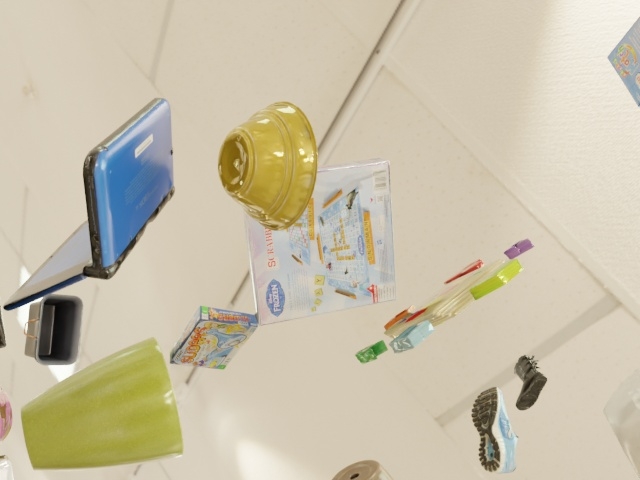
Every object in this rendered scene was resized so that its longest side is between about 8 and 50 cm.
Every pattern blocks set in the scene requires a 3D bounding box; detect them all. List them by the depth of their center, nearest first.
[{"bbox_3d":[0.195,0.090,0.912,0.026,0.325,0.285,57,-24,4],"label":"pattern blocks set"}]

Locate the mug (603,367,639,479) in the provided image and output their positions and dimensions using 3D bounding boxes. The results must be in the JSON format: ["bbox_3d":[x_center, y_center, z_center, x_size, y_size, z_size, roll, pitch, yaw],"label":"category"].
[{"bbox_3d":[0.686,0.339,0.991,0.328,0.276,0.374,-28,-92,16],"label":"mug"}]

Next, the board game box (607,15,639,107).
[{"bbox_3d":[0.683,-0.397,1.205,0.211,0.039,0.160,117,-30,-50],"label":"board game box"}]

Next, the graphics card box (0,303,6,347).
[{"bbox_3d":[-0.502,-0.057,0.803,0.371,0.094,0.233,63,-30,33],"label":"graphics card box"}]

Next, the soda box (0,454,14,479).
[{"bbox_3d":[-0.240,0.272,0.433,0.074,0.069,0.216,-29,-106,57],"label":"soda box"}]

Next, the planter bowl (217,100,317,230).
[{"bbox_3d":[-0.106,-0.124,0.989,0.217,0.090,0.217,2,-87,50],"label":"planter bowl"}]

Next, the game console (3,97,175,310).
[{"bbox_3d":[-0.341,-0.064,0.898,0.173,0.293,0.250,6,-61,2],"label":"game console"}]

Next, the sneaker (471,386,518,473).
[{"bbox_3d":[0.328,0.353,1.120,0.073,0.162,0.063,26,-38,-28],"label":"sneaker"}]

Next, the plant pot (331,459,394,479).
[{"bbox_3d":[0.134,0.703,1.558,0.263,0.263,0.229,-20,-85,49],"label":"plant pot"}]

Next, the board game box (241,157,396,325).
[{"bbox_3d":[0.000,0.000,1.298,0.066,0.318,0.319,-142,-135,-69],"label":"board game box"}]

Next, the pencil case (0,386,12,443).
[{"bbox_3d":[-0.542,0.249,0.824,0.160,0.167,0.386,69,-22,6],"label":"pencil case"}]

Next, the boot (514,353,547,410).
[{"bbox_3d":[0.519,0.356,1.532,0.099,0.045,0.121,-110,-138,-65],"label":"boot"}]

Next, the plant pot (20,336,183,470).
[{"bbox_3d":[-0.480,0.380,1.316,0.275,0.293,0.275,41,-43,54],"label":"plant pot"}]

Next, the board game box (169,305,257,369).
[{"bbox_3d":[-0.245,0.225,1.371,0.201,0.136,0.035,-52,-144,40],"label":"board game box"}]

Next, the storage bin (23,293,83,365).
[{"bbox_3d":[-0.537,0.175,1.184,0.091,0.098,0.135,-8,-104,40],"label":"storage bin"}]
